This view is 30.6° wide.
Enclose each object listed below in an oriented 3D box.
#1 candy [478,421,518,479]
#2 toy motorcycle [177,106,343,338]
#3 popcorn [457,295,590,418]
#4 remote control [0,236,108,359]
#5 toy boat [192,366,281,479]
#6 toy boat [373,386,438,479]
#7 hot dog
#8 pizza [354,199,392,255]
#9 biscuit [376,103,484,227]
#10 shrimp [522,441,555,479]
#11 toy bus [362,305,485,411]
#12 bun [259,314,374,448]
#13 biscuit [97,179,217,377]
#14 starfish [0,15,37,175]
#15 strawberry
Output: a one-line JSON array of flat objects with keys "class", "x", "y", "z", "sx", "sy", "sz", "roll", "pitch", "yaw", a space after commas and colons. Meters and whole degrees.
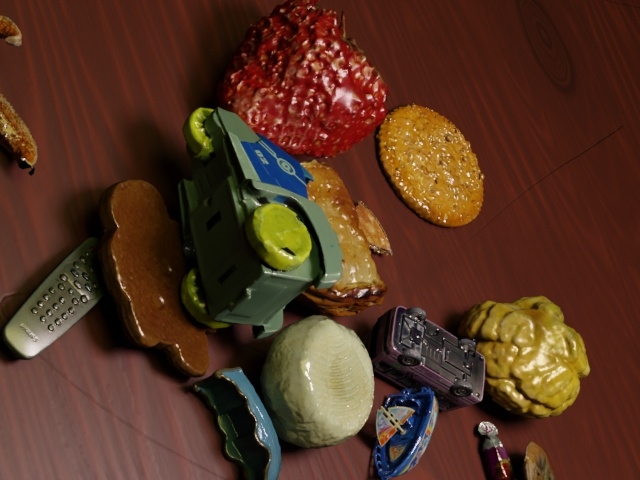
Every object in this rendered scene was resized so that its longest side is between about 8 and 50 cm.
[{"class": "candy", "x": 0.294, "y": 0.377, "z": 1.901, "sx": 0.045, "sy": 0.043, "sz": 0.175, "roll": 5, "pitch": 59, "yaw": -43}, {"class": "toy motorcycle", "x": -0.087, "y": -0.041, "z": 1.649, "sx": 0.200, "sy": 0.191, "sz": 0.326, "roll": 13, "pitch": 50, "yaw": -37}, {"class": "popcorn", "x": 0.339, "y": 0.193, "z": 1.972, "sx": 0.203, "sy": 0.226, "sz": 0.200, "roll": -31, "pitch": 129, "yaw": -83}, {"class": "remote control", "x": -0.334, "y": 0.075, "z": 1.516, "sx": 0.072, "sy": 0.042, "sz": 0.222, "roll": 49, "pitch": 43, "yaw": -10}, {"class": "toy boat", "x": -0.110, "y": 0.263, "z": 1.580, "sx": 0.077, "sy": 0.075, "sz": 0.185, "roll": -25, "pitch": 88, "yaw": -49}, {"class": "toy boat", "x": 0.112, "y": 0.281, "z": 1.759, "sx": 0.110, "sy": 0.091, "sz": 0.175, "roll": 50, "pitch": 46, "yaw": -35}, {"class": "hot dog", "x": -0.001, "y": 0.003, "z": 1.807, "sx": 0.175, "sy": 0.114, "sz": 0.259, "roll": -1, "pitch": 58, "yaw": -37}, {"class": "pizza", "x": 0.071, "y": -0.022, "z": 1.948, "sx": 0.100, "sy": 0.029, "sz": 0.099, "roll": 18, "pitch": 47, "yaw": -36}, {"class": "biscuit", "x": 0.207, "y": -0.138, "z": 2.126, "sx": 0.254, "sy": 0.035, "sz": 0.253, "roll": 22, "pitch": 54, "yaw": -32}, {"class": "shrimp", "x": 0.357, "y": 0.463, "z": 1.864, "sx": 0.169, "sy": 0.058, "sz": 0.296, "roll": 45, "pitch": 36, "yaw": -52}, {"class": "toy bus", "x": 0.163, "y": 0.188, "z": 1.846, "sx": 0.199, "sy": 0.108, "sz": 0.096, "roll": 32, "pitch": 49, "yaw": -26}, {"class": "bun", "x": -0.012, "y": 0.202, "z": 1.670, "sx": 0.195, "sy": 0.118, "sz": 0.195, "roll": 22, "pitch": 62, "yaw": -47}, {"class": "biscuit", "x": -0.223, "y": 0.054, "z": 1.606, "sx": 0.208, "sy": 0.041, "sz": 0.290, "roll": -11, "pitch": 80, "yaw": -61}, {"class": "starfish", "x": -0.498, "y": -0.210, "z": 1.491, "sx": 0.312, "sy": 0.113, "sz": 0.303, "roll": 12, "pitch": 58, "yaw": -40}, {"class": "strawberry", "x": -0.031, "y": -0.248, "z": 1.866, "sx": 0.261, "sy": 0.258, "sz": 0.261, "roll": 48, "pitch": 7, "yaw": -8}]
